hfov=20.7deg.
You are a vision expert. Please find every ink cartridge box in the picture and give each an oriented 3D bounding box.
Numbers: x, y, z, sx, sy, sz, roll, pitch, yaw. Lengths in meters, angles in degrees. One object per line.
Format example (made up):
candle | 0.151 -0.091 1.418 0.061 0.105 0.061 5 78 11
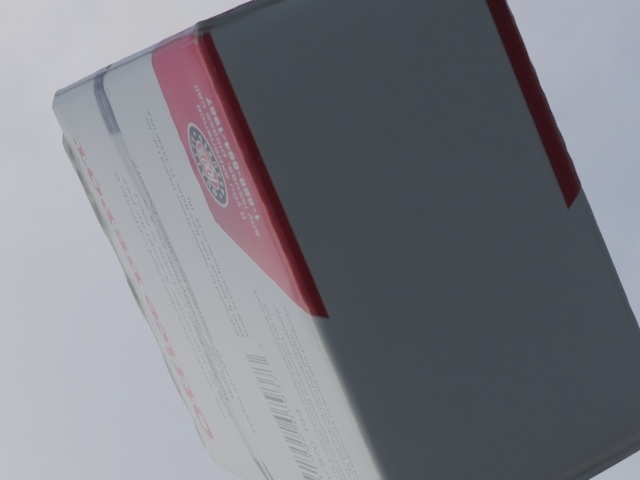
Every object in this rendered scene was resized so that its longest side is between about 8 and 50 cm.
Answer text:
ink cartridge box | 0.000 0.000 0.392 0.063 0.150 0.109 -26 -82 -16
